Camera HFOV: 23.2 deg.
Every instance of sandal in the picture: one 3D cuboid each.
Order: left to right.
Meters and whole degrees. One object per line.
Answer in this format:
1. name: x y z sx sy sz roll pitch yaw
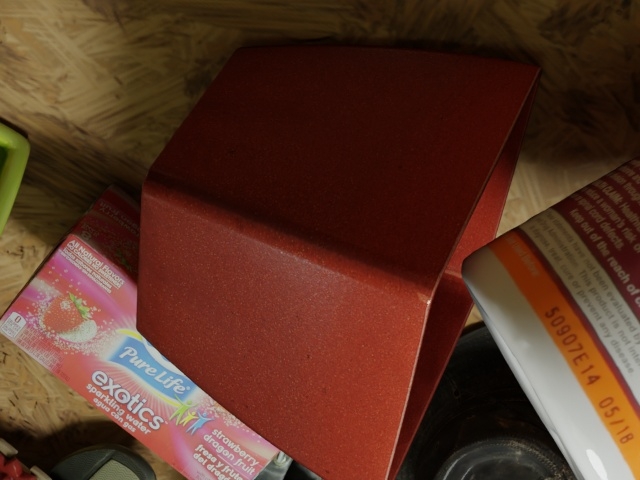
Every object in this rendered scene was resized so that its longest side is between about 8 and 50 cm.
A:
1. sandal: -0.242 0.306 1.689 0.120 0.086 0.303 38 137 10

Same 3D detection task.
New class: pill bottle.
1. pill bottle: 0.317 0.014 1.081 0.392 0.224 0.224 -30 127 2

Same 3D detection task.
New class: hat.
1. hat: 0.162 0.240 1.414 0.331 0.134 0.331 10 112 24

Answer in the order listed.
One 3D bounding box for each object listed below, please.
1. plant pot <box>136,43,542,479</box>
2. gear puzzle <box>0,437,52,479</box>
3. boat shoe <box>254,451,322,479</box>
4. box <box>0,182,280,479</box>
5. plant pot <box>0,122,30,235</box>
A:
1. plant pot: 0.000 0.000 1.215 0.236 0.267 0.267 20 137 10
2. gear puzzle: -0.300 0.313 1.642 0.339 0.044 0.175 37 137 11
3. boat shoe: -0.059 0.236 1.549 0.119 0.121 0.335 14 134 4
4. box: -0.132 0.089 1.353 0.257 0.128 0.122 39 113 -7
5. plant pot: -0.408 -0.003 1.318 0.227 0.228 0.207 28 140 -16
